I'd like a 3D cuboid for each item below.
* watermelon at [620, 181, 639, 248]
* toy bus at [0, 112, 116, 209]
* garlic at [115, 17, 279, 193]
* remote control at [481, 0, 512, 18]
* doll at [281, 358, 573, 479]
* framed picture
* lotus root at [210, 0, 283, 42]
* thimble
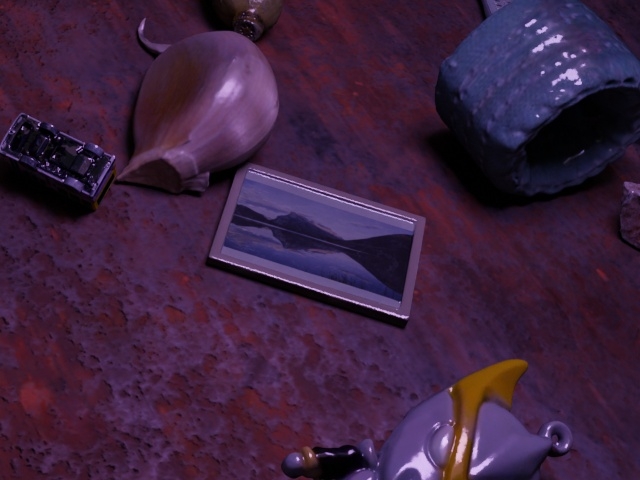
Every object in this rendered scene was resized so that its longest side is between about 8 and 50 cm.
[{"bbox_3d":[0.435,-0.006,1.500,0.241,0.094,0.154,18,36,1],"label":"watermelon"},{"bbox_3d":[-0.248,-0.075,1.307,0.102,0.058,0.052,25,72,5],"label":"toy bus"},{"bbox_3d":[-0.118,-0.166,1.429,0.148,0.128,0.266,13,35,-14],"label":"garlic"},{"bbox_3d":[0.232,-0.289,1.733,0.061,0.029,0.162,9,40,-16],"label":"remote control"},{"bbox_3d":[0.083,0.200,1.136,0.316,0.103,0.145,-15,58,-26],"label":"doll"},{"bbox_3d":[0.000,0.000,1.362,0.203,0.015,0.150,18,43,-3],"label":"framed picture"},{"bbox_3d":[-0.087,-0.294,1.575,0.090,0.077,0.183,5,44,-17],"label":"lotus root"},{"bbox_3d":[0.250,-0.157,1.483,0.235,0.198,0.143,-19,57,-28],"label":"thimble"}]
